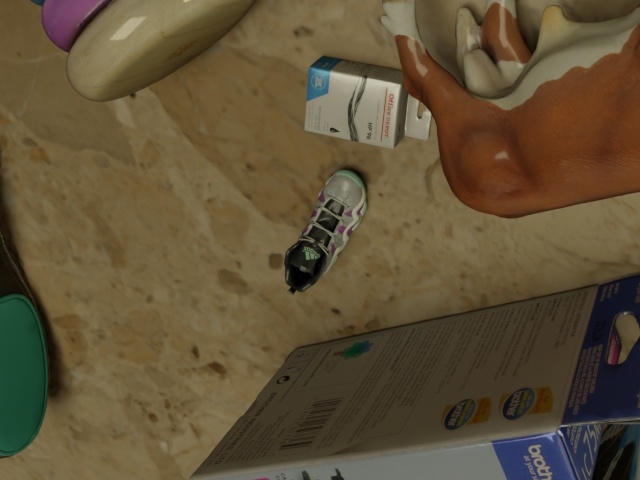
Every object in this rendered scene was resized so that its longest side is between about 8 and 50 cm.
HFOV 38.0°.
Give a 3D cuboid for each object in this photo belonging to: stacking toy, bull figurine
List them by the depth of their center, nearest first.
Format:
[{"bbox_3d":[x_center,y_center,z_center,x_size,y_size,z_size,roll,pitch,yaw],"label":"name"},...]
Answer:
[{"bbox_3d":[0.173,-0.095,0.500,0.310,0.101,0.188,-14,106,47],"label":"bull figurine"},{"bbox_3d":[-0.183,-0.261,0.597,0.141,0.141,0.330,-31,93,32],"label":"stacking toy"}]

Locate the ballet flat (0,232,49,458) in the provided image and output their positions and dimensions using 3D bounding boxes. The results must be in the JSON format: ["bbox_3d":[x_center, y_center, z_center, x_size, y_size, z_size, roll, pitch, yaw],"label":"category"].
[{"bbox_3d":[-0.323,0.045,0.832,0.106,0.107,0.316,12,116,40],"label":"ballet flat"}]

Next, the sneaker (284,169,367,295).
[{"bbox_3d":[0.000,0.000,0.675,0.038,0.069,0.098,25,123,9],"label":"sneaker"}]

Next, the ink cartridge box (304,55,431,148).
[{"bbox_3d":[0.033,-0.093,0.637,0.083,0.028,0.048,13,120,16],"label":"ink cartridge box"}]

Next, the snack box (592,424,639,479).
[{"bbox_3d":[0.181,0.263,0.664,0.060,0.187,0.322,25,122,10],"label":"snack box"}]

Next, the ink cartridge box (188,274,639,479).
[{"bbox_3d":[0.083,0.112,0.628,0.311,0.186,0.065,-18,105,29],"label":"ink cartridge box"}]
